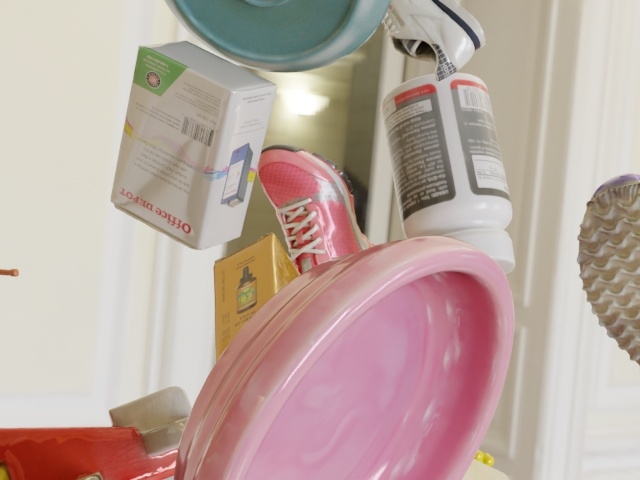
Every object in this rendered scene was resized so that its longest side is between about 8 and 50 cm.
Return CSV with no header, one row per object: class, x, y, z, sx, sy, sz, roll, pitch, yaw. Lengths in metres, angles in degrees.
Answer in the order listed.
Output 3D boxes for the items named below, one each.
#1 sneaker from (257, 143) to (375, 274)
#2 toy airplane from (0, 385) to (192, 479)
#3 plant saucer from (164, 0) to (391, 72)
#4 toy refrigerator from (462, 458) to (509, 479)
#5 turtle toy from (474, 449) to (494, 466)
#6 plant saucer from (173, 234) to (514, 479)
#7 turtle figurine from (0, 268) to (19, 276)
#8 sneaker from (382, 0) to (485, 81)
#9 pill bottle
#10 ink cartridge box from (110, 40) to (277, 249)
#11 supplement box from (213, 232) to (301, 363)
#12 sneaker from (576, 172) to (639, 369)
sneaker,0.001,0.000,2.000,0.116,0.313,0.136,-20,23,35
toy airplane,-0.284,0.280,1.387,0.385,0.272,0.386,-7,-15,29
plant saucer,-0.067,-0.336,1.648,0.318,0.317,0.043,6,36,15
toy refrigerator,0.189,0.389,2.168,0.270,0.102,0.094,29,25,-34
turtle toy,0.232,0.370,2.332,0.095,0.066,0.130,34,1,33
plant saucer,0.011,0.138,0.994,0.084,0.332,0.332,31,14,32
turtle figurine,-0.578,0.030,1.911,0.270,0.087,0.217,22,42,23
sneaker,0.118,-0.318,1.893,0.235,0.095,0.090,42,-5,26
pill bottle,0.186,-0.084,1.964,0.161,0.283,0.161,-8,-18,-3
ink cartridge box,-0.158,-0.116,1.653,0.154,0.212,0.093,27,25,27
supplement box,-0.057,0.098,1.351,0.078,0.080,0.233,-27,37,15
sneaker,0.315,0.049,1.148,0.102,0.293,0.146,-22,23,33
